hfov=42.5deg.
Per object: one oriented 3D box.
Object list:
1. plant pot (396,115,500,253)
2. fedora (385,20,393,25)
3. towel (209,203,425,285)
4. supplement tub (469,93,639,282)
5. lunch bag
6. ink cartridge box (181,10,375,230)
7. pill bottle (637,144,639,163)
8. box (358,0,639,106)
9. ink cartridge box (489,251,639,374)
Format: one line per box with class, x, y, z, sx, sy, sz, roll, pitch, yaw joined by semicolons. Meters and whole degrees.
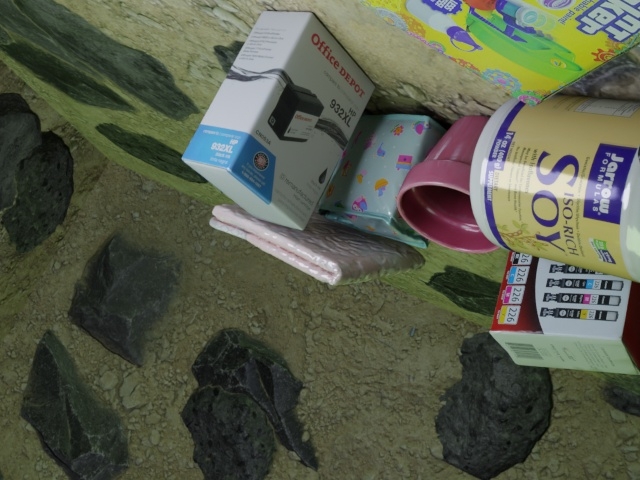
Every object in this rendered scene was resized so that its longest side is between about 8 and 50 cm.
plant pot;0.254;-0.106;1.407;0.201;0.180;0.201;22;156;11
fedora;0.091;-0.304;0.838;0.243;0.124;0.275;52;-177;-45
towel;0.000;0.000;1.595;0.317;0.053;0.332;25;-162;29
supplement tub;0.401;-0.072;1.123;0.331;0.241;0.241;16;164;44
lunch bag;0.120;-0.123;1.584;0.160;0.223;0.262;26;173;-38
ink cartridge box;-0.064;-0.207;1.427;0.129;0.307;0.223;15;163;42
pill bottle;0.406;-0.154;0.797;0.123;0.219;0.123;26;169;6
box;0.195;-0.283;0.557;0.177;0.279;0.290;29;168;-8
ink cartridge box;0.442;0.040;1.280;0.272;0.309;0.130;-1;148;36
